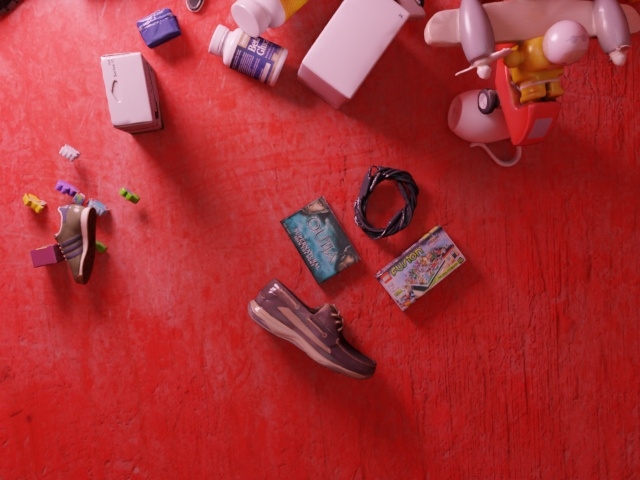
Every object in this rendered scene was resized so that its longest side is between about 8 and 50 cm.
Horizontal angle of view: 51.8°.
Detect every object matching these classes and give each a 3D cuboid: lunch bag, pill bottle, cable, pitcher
[{"bbox_3d":[-0.369,-0.493,1.514,0.098,0.067,0.065,-27,99,-4],"label":"lunch bag"},{"bbox_3d":[-0.100,-0.556,1.484,0.117,0.117,0.208,46,71,-9],"label":"pill bottle"},{"bbox_3d":[-0.168,-0.434,1.529,0.169,0.094,0.094,22,93,-8],"label":"pill bottle"},{"bbox_3d":[0.163,-0.089,1.633,0.150,0.047,0.185,14,92,-13],"label":"cable"},{"bbox_3d":[0.415,-0.272,1.607,0.207,0.125,0.178,6,115,-13],"label":"pitcher"}]

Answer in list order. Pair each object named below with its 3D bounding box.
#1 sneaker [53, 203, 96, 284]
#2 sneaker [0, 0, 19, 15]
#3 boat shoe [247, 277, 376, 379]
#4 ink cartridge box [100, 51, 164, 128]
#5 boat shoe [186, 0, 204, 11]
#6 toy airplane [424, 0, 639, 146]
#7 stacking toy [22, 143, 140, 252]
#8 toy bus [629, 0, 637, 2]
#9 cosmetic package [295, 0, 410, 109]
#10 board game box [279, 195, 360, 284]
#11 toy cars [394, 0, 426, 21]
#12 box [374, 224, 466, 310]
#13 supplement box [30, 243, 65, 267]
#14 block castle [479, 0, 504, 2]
[{"bbox_3d":[-0.571,0.005,1.521,0.086,0.064,0.192,12,110,3],"label":"sneaker"},{"bbox_3d":[-0.702,-0.601,1.467,0.267,0.101,0.106,-41,79,-2],"label":"sneaker"},{"bbox_3d":[-0.003,0.214,1.599,0.355,0.132,0.130,32,92,-10],"label":"boat shoe"},{"bbox_3d":[-0.411,-0.320,1.457,0.086,0.208,0.153,-9,97,-5],"label":"ink cartridge box"},{"bbox_3d":[-0.286,-0.597,1.527,0.046,0.038,0.125,14,94,-7],"label":"boat shoe"},{"bbox_3d":[0.454,-0.435,1.360,0.384,0.272,0.386,40,93,-24],"label":"toy airplane"},{"bbox_3d":[-0.557,-0.098,1.545,0.221,0.052,0.167,36,100,-16],"label":"stacking toy"},{"bbox_3d":[0.787,-0.691,1.591,0.211,0.149,0.220,7,93,-20],"label":"toy bus"},{"bbox_3d":[0.065,-0.435,1.489,0.138,0.224,0.224,35,91,-9],"label":"cosmetic package"},{"bbox_3d":[0.000,0.000,1.628,0.126,0.026,0.186,-32,98,-2],"label":"board game box"},{"bbox_3d":[0.081,-0.638,1.536,0.393,0.087,0.176,35,54,-10],"label":"toy cars"},{"bbox_3d":[0.251,0.069,1.658,0.207,0.036,0.114,-39,98,-1],"label":"box"},{"bbox_3d":[-0.633,0.034,1.533,0.055,0.083,0.043,-11,97,-6],"label":"supplement box"},{"bbox_3d":[0.483,-0.775,1.506,0.303,0.213,0.453,-1,96,-6],"label":"block castle"}]
